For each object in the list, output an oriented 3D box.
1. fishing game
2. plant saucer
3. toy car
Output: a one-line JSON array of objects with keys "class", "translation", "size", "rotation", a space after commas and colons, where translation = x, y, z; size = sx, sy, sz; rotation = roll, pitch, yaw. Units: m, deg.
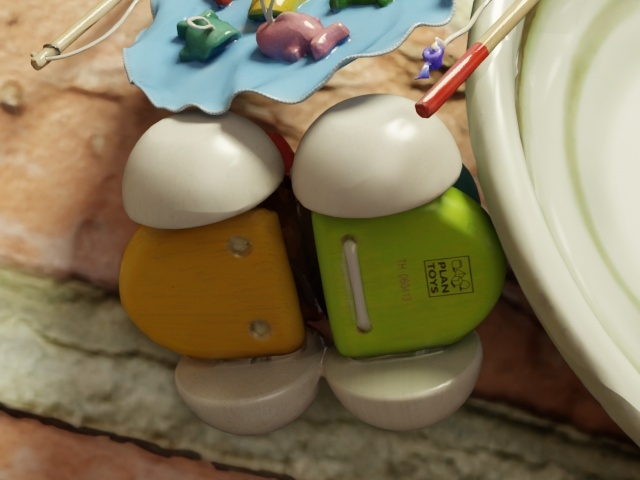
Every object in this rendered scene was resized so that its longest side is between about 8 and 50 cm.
[{"class": "fishing game", "translation": [-0.010, -0.126, 0.675], "size": [0.189, 0.264, 0.041], "rotation": [-45, 130, -29]}, {"class": "plant saucer", "translation": [0.238, -0.022, 0.733], "size": [0.400, 0.100, 0.401], "rotation": [9, 64, -19]}, {"class": "toy car", "translation": [0.000, 0.000, 0.684], "size": [0.182, 0.159, 0.136], "rotation": [-4, 28, 14]}]
